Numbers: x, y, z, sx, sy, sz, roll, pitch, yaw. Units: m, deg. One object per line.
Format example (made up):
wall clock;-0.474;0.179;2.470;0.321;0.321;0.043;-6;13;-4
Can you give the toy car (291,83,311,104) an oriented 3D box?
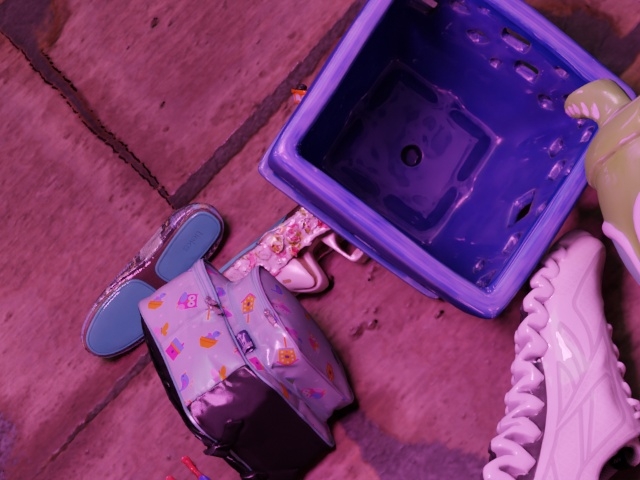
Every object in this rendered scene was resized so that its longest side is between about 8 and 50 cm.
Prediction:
toy car;0.026;-0.128;1.863;0.122;0.060;0.041;11;101;47

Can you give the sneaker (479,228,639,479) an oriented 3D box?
sneaker;0.207;0.125;1.545;0.118;0.110;0.292;7;59;14

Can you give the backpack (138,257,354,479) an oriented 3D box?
backpack;-0.071;0.104;1.704;0.144;0.166;0.188;-43;50;2

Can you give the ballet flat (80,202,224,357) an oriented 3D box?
ballet flat;-0.167;0.038;1.900;0.188;0.070;0.070;-45;46;1

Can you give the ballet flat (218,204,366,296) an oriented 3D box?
ballet flat;0.000;0.000;1.784;0.241;0.091;0.077;-40;72;14

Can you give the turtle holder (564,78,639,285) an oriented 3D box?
turtle holder;0.330;-0.039;1.410;0.243;0.320;0.227;-15;76;-4

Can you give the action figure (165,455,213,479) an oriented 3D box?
action figure;-0.099;0.237;1.736;0.038;0.030;0.115;-48;47;-7

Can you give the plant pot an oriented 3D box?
plant pot;0.092;-0.086;1.641;0.236;0.236;0.212;-55;7;-10
